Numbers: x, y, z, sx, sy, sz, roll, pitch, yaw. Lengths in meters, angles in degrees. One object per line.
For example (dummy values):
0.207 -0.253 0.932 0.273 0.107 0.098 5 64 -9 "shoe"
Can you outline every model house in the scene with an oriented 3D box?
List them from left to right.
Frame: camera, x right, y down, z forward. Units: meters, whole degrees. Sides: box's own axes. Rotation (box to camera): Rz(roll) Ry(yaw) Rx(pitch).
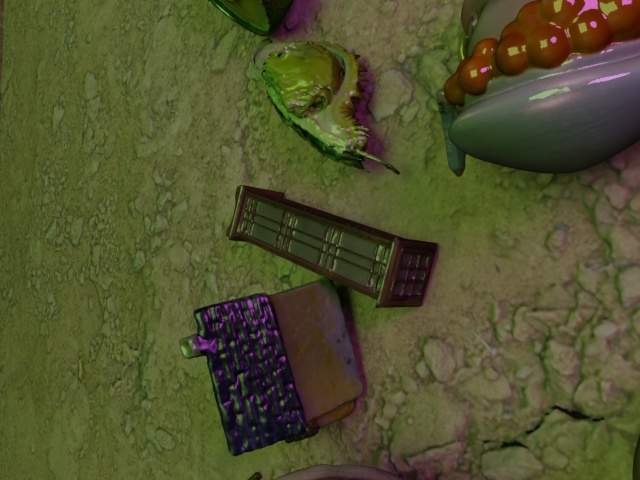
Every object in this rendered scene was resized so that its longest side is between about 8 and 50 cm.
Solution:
-0.080 0.169 0.748 0.170 0.211 0.193 -18 84 41 "model house"

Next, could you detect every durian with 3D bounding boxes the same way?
-0.008 -0.217 0.815 0.375 0.132 0.106 54 145 38 "durian"

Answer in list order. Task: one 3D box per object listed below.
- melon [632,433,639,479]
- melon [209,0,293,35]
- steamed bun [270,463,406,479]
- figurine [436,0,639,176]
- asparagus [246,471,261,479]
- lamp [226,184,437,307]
0.342 0.201 0.338 0.223 0.223 0.317 -59 41 21 "melon"
-0.093 -0.440 0.925 0.169 0.129 0.265 -51 47 -1 "melon"
0.035 0.388 0.602 0.339 0.247 0.352 -6 117 33 "steamed bun"
0.240 -0.241 0.532 0.224 0.205 0.381 -17 57 67 "figurine"
-0.145 0.417 0.929 0.016 0.016 0.163 39 120 -4 "asparagus"
0.000 0.000 0.793 0.325 0.089 0.090 22 101 44 "lamp"
